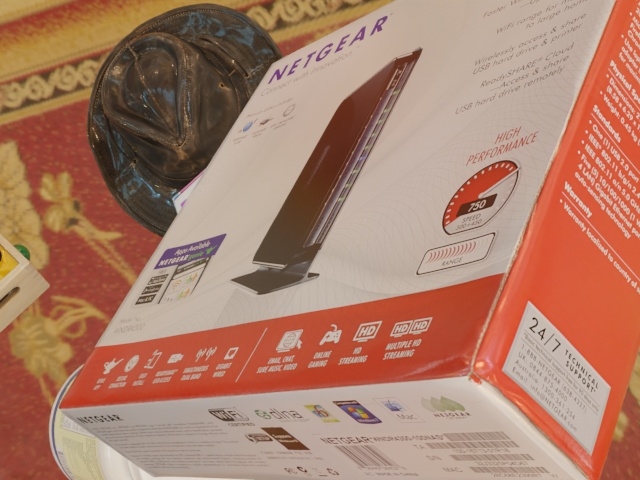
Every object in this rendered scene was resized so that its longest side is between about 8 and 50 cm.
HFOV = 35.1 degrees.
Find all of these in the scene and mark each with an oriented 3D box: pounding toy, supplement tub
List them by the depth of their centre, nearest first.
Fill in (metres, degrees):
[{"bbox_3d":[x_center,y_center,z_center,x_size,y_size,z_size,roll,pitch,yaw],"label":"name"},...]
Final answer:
[{"bbox_3d":[-0.454,0.031,1.380,0.130,0.100,0.141,38,74,27],"label":"pounding toy"},{"bbox_3d":[-0.248,0.287,1.518,0.235,0.325,0.235,3,85,-33],"label":"supplement tub"}]

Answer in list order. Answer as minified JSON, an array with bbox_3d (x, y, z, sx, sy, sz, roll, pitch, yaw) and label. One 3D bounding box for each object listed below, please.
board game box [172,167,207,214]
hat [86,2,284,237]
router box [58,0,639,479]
[{"bbox_3d":[0.000,0.000,0.894,0.316,0.064,0.242,-34,70,47],"label":"board game box"},{"bbox_3d":[-0.186,-0.172,1.304,0.331,0.134,0.331,-3,79,16],"label":"hat"},{"bbox_3d":[0.033,-0.018,0.556,0.082,0.335,0.301,42,57,-24],"label":"router box"}]
